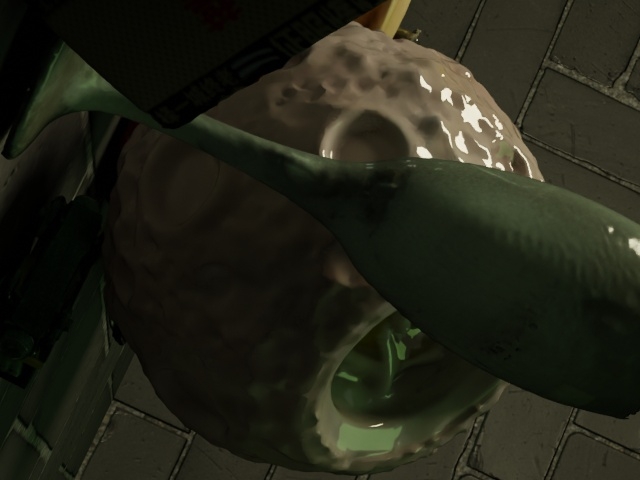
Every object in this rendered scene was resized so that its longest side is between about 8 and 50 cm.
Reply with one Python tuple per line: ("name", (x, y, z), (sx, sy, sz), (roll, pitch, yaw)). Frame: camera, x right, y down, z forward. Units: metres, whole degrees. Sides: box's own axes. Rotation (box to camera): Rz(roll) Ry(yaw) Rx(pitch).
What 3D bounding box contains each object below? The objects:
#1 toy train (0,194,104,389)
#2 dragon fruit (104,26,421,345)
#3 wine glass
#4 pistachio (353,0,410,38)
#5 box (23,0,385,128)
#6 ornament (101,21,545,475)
("toy train", (-0.162, 0.028, 0.919), (0.081, 0.050, 0.122), (-52, -168, 47))
("dragon fruit", (-0.009, -0.036, 1.197), (0.269, 0.291, 0.250), (-65, -173, -29))
("wine glass", (-0.014, 0.059, 0.696), (0.264, 0.309, 0.096), (-67, -170, -11))
("pistachio", (-0.014, -0.184, 0.991), (0.157, 0.157, 0.229), (-70, 179, -67))
("box", (0.026, -0.202, 0.633), (0.198, 0.084, 0.310), (-24, -149, 47))
("ornament", (0.000, 0.000, 0.893), (0.225, 0.259, 0.259), (53, -51, 39))
